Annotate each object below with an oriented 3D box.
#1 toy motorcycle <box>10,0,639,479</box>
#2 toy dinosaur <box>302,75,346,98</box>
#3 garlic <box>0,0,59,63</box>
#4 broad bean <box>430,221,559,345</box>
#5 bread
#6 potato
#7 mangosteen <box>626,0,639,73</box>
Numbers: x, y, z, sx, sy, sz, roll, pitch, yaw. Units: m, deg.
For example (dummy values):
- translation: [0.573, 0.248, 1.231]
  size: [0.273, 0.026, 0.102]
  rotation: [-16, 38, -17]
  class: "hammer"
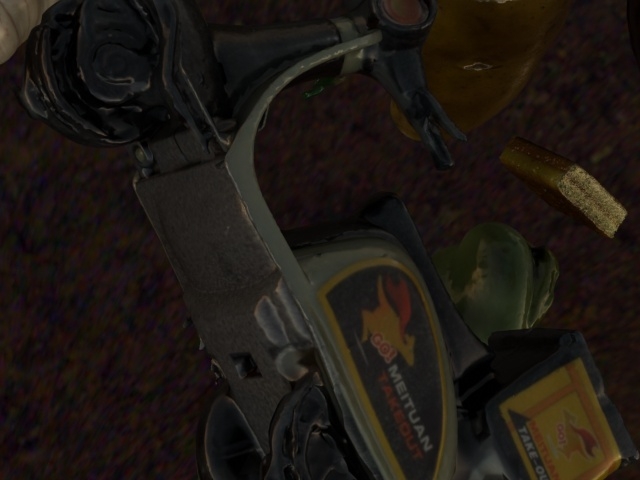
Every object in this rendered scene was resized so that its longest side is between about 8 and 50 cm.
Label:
- translation: [0.000, 0.000, 0.619]
  size: [0.157, 0.091, 0.263]
  rotation: [-30, 100, -27]
  class: "toy motorcycle"
- translation: [0.017, -0.199, 1.956]
  size: [0.060, 0.119, 0.029]
  rotation: [-38, 87, -29]
  class: "toy dinosaur"
- translation: [-0.374, -0.260, 1.607]
  size: [0.199, 0.199, 0.226]
  rotation: [-47, 112, -22]
  class: "garlic"
- translation: [0.163, 0.080, 1.855]
  size: [0.228, 0.100, 0.169]
  rotation: [-33, 56, 17]
  class: "broad bean"
- translation: [0.214, -0.048, 1.484]
  size: [0.090, 0.094, 0.035]
  rotation: [36, 89, -33]
  class: "bread"
- translation: [0.160, -0.236, 1.794]
  size: [0.176, 0.369, 0.195]
  rotation: [39, 58, 18]
  class: "potato"
- translation: [0.323, -0.162, 1.059]
  size: [0.293, 0.297, 0.297]
  rotation: [1, 71, -36]
  class: "mangosteen"
